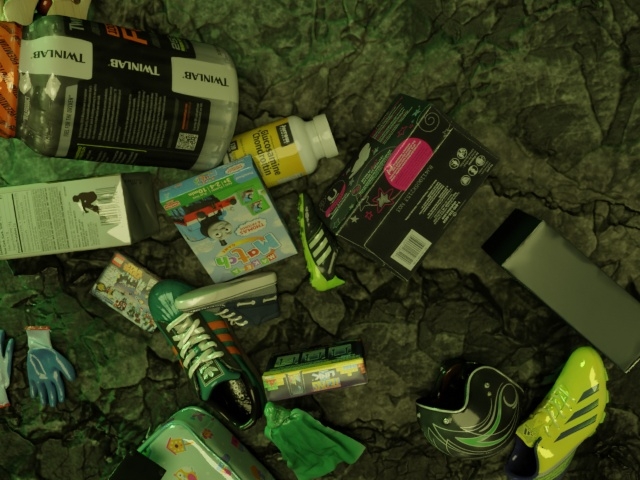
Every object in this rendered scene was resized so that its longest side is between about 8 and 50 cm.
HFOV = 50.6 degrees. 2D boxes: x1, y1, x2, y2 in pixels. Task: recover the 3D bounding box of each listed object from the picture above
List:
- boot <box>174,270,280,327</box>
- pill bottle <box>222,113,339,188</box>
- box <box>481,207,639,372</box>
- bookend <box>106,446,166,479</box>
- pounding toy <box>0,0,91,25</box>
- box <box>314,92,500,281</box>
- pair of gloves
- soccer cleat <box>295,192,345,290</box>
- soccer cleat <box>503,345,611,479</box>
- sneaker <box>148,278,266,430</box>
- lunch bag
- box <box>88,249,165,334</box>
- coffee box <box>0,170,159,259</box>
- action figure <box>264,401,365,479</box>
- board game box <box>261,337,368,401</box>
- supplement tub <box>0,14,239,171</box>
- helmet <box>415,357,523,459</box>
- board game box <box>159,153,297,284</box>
[{"bbox_3d":[-0.152,0.116,1.161,0.190,0.069,0.086,-14,100,-30],"label":"boot"},{"bbox_3d":[-0.067,-0.149,1.142,0.184,0.103,0.103,-19,96,4],"label":"pill bottle"},{"bbox_3d":[0.407,0.074,1.113,0.261,0.184,0.103,40,96,-3],"label":"box"},{"bbox_3d":[-0.339,0.447,1.130,0.072,0.157,0.156,33,56,1],"label":"bookend"},{"bbox_3d":[-0.449,-0.358,1.147,0.154,0.155,0.269,-29,106,-23],"label":"pounding toy"},{"bbox_3d":[0.136,-0.089,1.107,0.163,0.142,0.247,33,99,-24],"label":"box"},{"bbox_3d":[-0.551,0.234,1.247,0.198,0.023,0.159,-5,99,3],"label":"pair of gloves"},{"bbox_3d":[0.000,0.000,1.185,0.072,0.060,0.179,-12,103,-7],"label":"soccer cleat"},{"bbox_3d":[0.399,0.309,1.155,0.121,0.093,0.289,6,115,-13],"label":"soccer cleat"},{"bbox_3d":[-0.192,0.197,1.169,0.108,0.121,0.302,-36,100,1],"label":"sneaker"},{"bbox_3d":[-0.225,0.451,1.219,0.279,0.108,0.224,44,102,-1],"label":"lunch bag"},{"bbox_3d":[-0.332,0.093,1.218,0.137,0.027,0.094,34,96,-2],"label":"box"},{"bbox_3d":[-0.444,-0.040,1.136,0.297,0.168,0.118,-7,97,4],"label":"coffee box"},{"bbox_3d":[-0.031,0.336,1.162,0.137,0.063,0.232,-34,134,3],"label":"action figure"},{"bbox_3d":[-0.006,0.220,1.167,0.170,0.141,0.048,-11,96,4],"label":"board game box"},{"bbox_3d":[-0.312,-0.220,1.028,0.338,0.207,0.207,3,98,-29],"label":"supplement tub"},{"bbox_3d":[0.252,0.293,1.157,0.169,0.169,0.161,33,80,-2],"label":"helmet"},{"bbox_3d":[-0.148,-0.029,1.134,0.160,0.039,0.211,-22,134,5],"label":"board game box"}]
